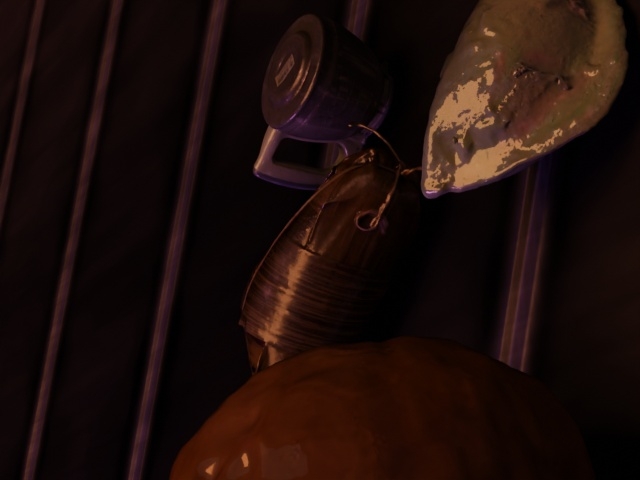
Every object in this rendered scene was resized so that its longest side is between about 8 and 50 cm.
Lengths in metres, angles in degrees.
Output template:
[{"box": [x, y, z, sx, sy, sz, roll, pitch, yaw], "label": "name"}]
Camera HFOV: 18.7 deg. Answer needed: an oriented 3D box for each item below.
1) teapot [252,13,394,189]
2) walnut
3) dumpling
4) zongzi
[{"box": [0.009, -0.122, 1.765, 0.111, 0.108, 0.149, -19, 57, 59], "label": "teapot"}, {"box": [0.036, 0.261, 1.276, 0.354, 0.308, 0.398, 68, -152, -73], "label": "walnut"}, {"box": [0.149, -0.121, 1.449, 0.217, 0.105, 0.149, -60, 10, -14], "label": "dumpling"}, {"box": [0.000, 0.000, 1.732, 0.248, 0.111, 0.241, -64, 20, 14], "label": "zongzi"}]
